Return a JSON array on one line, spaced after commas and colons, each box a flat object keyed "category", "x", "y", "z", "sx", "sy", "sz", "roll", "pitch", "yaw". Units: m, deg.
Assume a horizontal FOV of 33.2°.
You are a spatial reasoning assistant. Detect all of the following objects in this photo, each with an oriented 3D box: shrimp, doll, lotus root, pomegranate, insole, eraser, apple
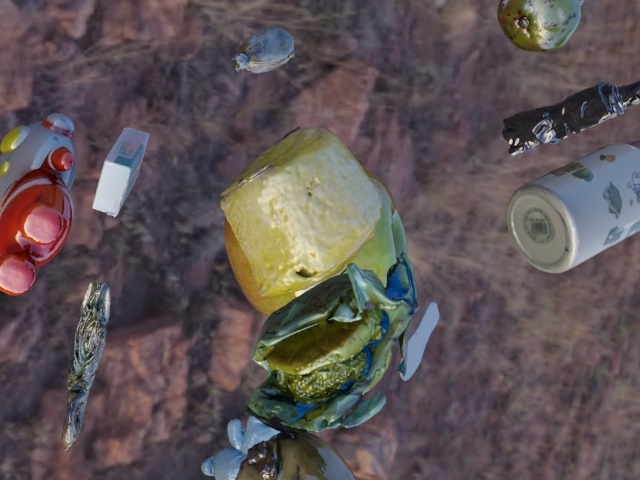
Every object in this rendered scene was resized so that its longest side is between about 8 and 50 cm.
[{"category": "shrimp", "x": -0.379, "y": 0.208, "z": 1.710, "sx": 0.169, "sy": 0.058, "sz": 0.296, "roll": -100, "pitch": -158, "yaw": -58}, {"category": "doll", "x": -0.366, "y": -0.065, "z": 1.360, "sx": 0.105, "sy": 0.336, "sz": 0.199, "roll": 24, "pitch": 112, "yaw": -23}, {"category": "lotus root", "x": -0.013, "y": 0.412, "z": 1.439, "sx": 0.183, "sy": 0.183, "sz": 0.309, "roll": 27, "pitch": 37, "yaw": -61}, {"category": "pomegranate", "x": 0.311, "y": -0.322, "z": 1.486, "sx": 0.142, "sy": 0.115, "sz": 0.114, "roll": -32, "pitch": 127, "yaw": -43}, {"category": "insole", "x": 0.213, "y": 0.216, "z": 2.321, "sx": 0.065, "sy": 0.004, "sz": 0.197, "roll": 52, "pitch": 54, "yaw": -36}, {"category": "doll", "x": -0.118, "y": 0.360, "z": 1.869, "sx": 0.179, "sy": 0.120, "sz": 0.075, "roll": -57, "pitch": 165, "yaw": -15}, {"category": "lotus root", "x": -0.120, "y": -0.385, "z": 2.193, "sx": 0.165, "sy": 0.088, "sz": 0.088, "roll": -30, "pitch": 127, "yaw": -31}, {"category": "eraser", "x": -0.354, "y": -0.126, "z": 1.913, "sx": 0.225, "sy": 0.052, "sz": 0.095, "roll": -89, "pitch": -163, "yaw": -69}, {"category": "apple", "x": 0.000, "y": 0.000, "z": 2.010, "sx": 0.340, "sy": 0.340, "sz": 0.339, "roll": -29, "pitch": 124, "yaw": -56}]

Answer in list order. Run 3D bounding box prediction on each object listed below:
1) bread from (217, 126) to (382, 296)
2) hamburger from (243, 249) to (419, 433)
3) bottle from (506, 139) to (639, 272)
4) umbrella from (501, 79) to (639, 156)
[{"category": "bread", "x": -0.025, "y": -0.032, "z": 1.314, "sx": 0.170, "sy": 0.197, "sz": 0.197, "roll": 56, "pitch": 43, "yaw": -12}, {"category": "hamburger", "x": 0.000, "y": 0.126, "z": 1.452, "sx": 0.150, "sy": 0.261, "sz": 0.276, "roll": 54, "pitch": 43, "yaw": -27}, {"category": "bottle", "x": 0.359, "y": -0.055, "z": 1.344, "sx": 0.253, "sy": 0.120, "sz": 0.120, "roll": -23, "pitch": 122, "yaw": -31}, {"category": "umbrella", "x": 0.379, "y": -0.190, "z": 1.590, "sx": 0.059, "sy": 0.236, "sz": 0.066, "roll": -15, "pitch": 85, "yaw": -53}]
